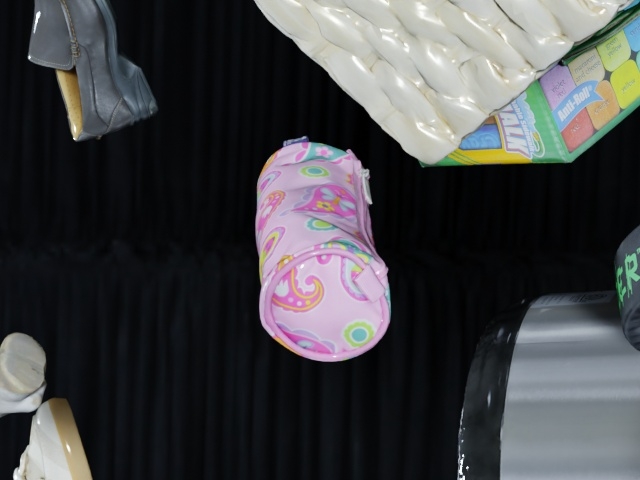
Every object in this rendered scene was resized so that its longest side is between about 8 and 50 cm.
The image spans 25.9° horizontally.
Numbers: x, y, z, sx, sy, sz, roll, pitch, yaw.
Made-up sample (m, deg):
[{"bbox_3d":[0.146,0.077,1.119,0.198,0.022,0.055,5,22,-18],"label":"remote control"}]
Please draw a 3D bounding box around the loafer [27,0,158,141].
[{"bbox_3d":[-0.168,-0.136,0.931,0.061,0.170,0.062,-34,39,-12],"label":"loafer"}]

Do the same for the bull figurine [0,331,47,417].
[{"bbox_3d":[-0.235,0.045,0.404,0.188,0.101,0.310,-20,-32,29],"label":"bull figurine"}]

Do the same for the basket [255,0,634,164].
[{"bbox_3d":[0.089,-0.272,0.786,0.328,0.331,0.266,-40,10,36],"label":"basket"}]

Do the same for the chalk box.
[{"bbox_3d":[0.211,-0.190,1.361,0.180,0.179,0.289,-36,22,-27],"label":"chalk box"}]

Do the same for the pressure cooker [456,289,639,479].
[{"bbox_3d":[0.354,0.211,1.136,0.421,0.375,0.369,-5,41,22],"label":"pressure cooker"}]

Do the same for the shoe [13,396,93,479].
[{"bbox_3d":[-0.190,0.213,0.967,0.058,0.219,0.076,-8,23,-24],"label":"shoe"}]

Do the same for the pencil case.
[{"bbox_3d":[0.000,0.000,1.313,0.124,0.124,0.284,2,25,-3],"label":"pencil case"}]

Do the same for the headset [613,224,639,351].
[{"bbox_3d":[0.379,-0.013,0.852,0.394,0.185,0.243,-6,-23,11],"label":"headset"}]
